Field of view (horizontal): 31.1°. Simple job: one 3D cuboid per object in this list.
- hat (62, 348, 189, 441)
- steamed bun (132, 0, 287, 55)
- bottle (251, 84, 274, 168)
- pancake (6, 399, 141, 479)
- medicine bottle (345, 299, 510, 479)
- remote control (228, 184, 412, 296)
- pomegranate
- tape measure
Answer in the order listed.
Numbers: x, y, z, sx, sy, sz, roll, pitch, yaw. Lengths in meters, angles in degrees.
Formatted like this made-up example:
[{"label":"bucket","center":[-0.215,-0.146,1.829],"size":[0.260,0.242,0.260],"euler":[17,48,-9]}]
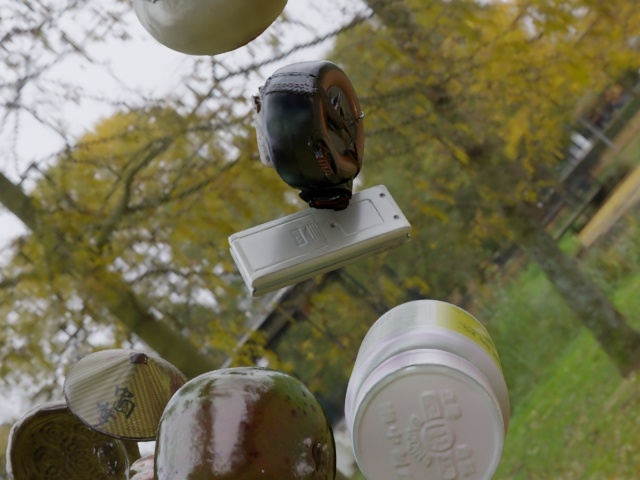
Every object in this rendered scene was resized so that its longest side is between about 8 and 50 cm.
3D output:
[{"label":"hat","center":[-0.263,0.191,1.631],"size":[0.193,0.193,0.082],"euler":[-40,-25,-53]},{"label":"steamed bun","center":[-0.133,-0.335,1.551],"size":[0.232,0.232,0.145],"euler":[-47,-51,-21]},{"label":"bottle","center":[-0.071,-0.211,2.030],"size":[0.099,0.099,0.152],"euler":[-43,-44,-41]},{"label":"pancake","center":[-0.405,0.369,1.888],"size":[0.029,0.235,0.212],"euler":[-87,21,-76]},{"label":"medicine bottle","center":[0.142,0.210,1.534],"size":[0.213,0.213,0.379],"euler":[-50,0,9]},{"label":"remote control","center":[0.000,0.000,1.844],"size":[0.277,0.103,0.055],"euler":[-19,-37,-15]},{"label":"pomegranate","center":[-0.089,0.204,1.062],"size":[0.209,0.180,0.180],"euler":[-13,14,31]},{"label":"tape measure","center":[-0.006,-0.174,1.793],"size":[0.223,0.135,0.202],"euler":[49,-140,-55]}]
